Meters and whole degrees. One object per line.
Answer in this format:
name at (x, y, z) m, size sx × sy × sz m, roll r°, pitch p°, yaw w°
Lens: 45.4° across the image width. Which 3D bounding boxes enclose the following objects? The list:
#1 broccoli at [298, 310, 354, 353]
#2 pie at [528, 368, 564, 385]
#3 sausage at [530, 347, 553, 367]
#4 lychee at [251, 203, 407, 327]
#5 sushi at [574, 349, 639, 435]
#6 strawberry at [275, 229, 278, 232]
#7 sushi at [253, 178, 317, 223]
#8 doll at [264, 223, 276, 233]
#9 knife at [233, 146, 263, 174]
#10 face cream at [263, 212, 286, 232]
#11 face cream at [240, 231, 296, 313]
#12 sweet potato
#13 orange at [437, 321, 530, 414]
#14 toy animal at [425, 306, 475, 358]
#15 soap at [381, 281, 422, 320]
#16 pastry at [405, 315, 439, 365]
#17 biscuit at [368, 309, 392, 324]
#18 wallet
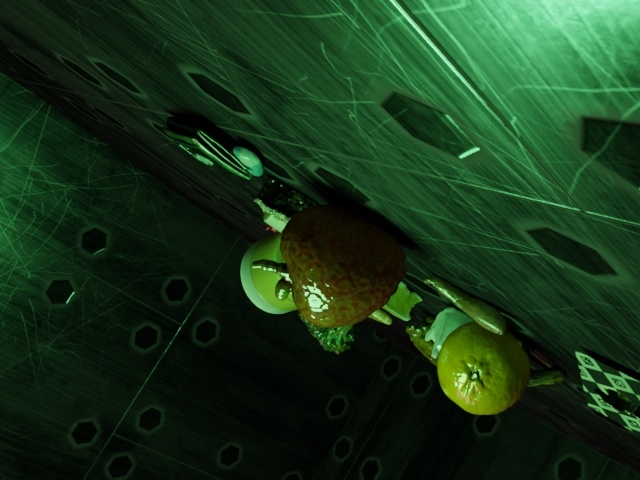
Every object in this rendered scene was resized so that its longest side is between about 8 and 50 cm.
broccoli at (0.055, 0.237, 2.743) m, size 0.283 × 0.304 × 0.321 m, roll -14°, pitch 146°, yaw 36°
pie at (0.534, 0.355, 1.966) m, size 0.187 × 0.041 × 0.187 m, roll -5°, pitch 167°, yaw -1°
sausage at (0.541, 0.287, 1.866) m, size 0.100 × 0.015 × 0.015 m, roll 35°, pitch 172°, yaw -30°
lychee at (0.018, 0.051, 1.536) m, size 0.255 × 0.300 × 0.255 m, roll 164°, pitch 90°, yaw -83°
sushi at (0.653, 0.323, 1.500) m, size 0.290 × 0.050 × 0.264 m, roll 29°, pitch 159°, yaw 41°
strawberry at (-0.101, -0.036, 2.209) m, size 0.083 × 0.073 × 0.073 m, roll 44°, pitch 177°, yaw 19°
sushi at (-0.074, -0.076, 1.748) m, size 0.150 × 0.078 × 0.090 m, roll 29°, pitch 173°, yaw 12°
doll at (-0.008, 0.065, 2.419) m, size 0.384 × 0.099 × 0.188 m, roll 40°, pitch 170°, yaw -29°
knife at (-0.150, -0.169, 1.635) m, size 0.064 × 0.031 × 0.222 m, roll 29°, pitch 176°, yaw 1°
face cream at (0.000, 0.000, 1.938) m, size 0.348 × 0.081 × 0.173 m, roll 35°, pitch 172°, yaw -21°
face cream at (-0.080, 0.078, 2.073) m, size 0.218 × 0.218 × 0.179 m, roll 35°, pitch 148°, yaw -22°
sweet potato at (0.319, 0.136, 1.664) m, size 0.214 × 0.050 × 0.050 m, roll 35°, pitch 175°, yaw 30°
orange at (0.383, 0.301, 1.800) m, size 0.219 × 0.219 × 0.193 m, roll 33°, pitch -159°, yaw -6°
toy animal at (0.404, 0.291, 1.961) m, size 0.282 × 0.138 × 0.140 m, roll 35°, pitch -175°, yaw -6°
soap at (0.125, 0.118, 2.197) m, size 0.199 × 0.091 × 0.315 m, roll 38°, pitch 170°, yaw -32°
pastry at (0.395, 0.325, 2.377) m, size 0.235 × 0.132 × 0.240 m, roll 38°, pitch 169°, yaw 24°
biscuit at (0.104, 0.183, 2.244) m, size 0.160 × 0.030 × 0.250 m, roll 33°, pitch 173°, yaw -18°
wallet at (-0.252, -0.200, 1.676) m, size 0.160 × 0.055 × 0.236 m, roll 37°, pitch 178°, yaw -31°
